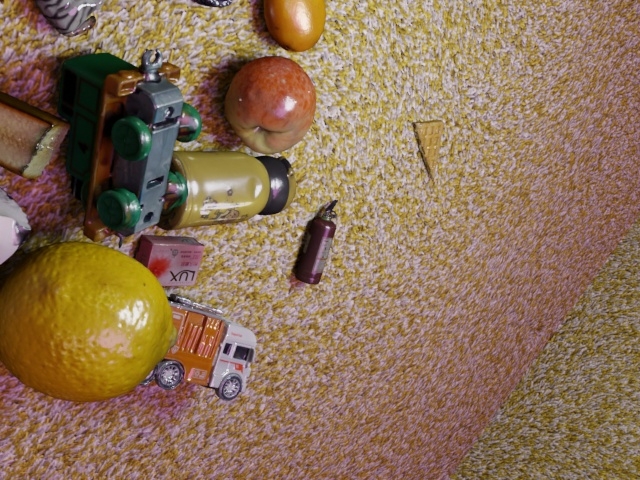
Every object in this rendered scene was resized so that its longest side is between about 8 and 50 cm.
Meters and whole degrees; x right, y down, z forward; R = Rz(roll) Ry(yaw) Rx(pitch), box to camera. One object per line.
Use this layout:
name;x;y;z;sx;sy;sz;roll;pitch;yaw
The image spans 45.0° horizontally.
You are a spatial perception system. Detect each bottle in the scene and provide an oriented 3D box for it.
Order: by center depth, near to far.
bottle;-0.207;-0.117;1.744;0.351;0.171;0.172;-5;115;-42

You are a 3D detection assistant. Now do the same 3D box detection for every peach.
peach;-0.109;-0.316;1.729;0.232;0.232;0.233;-22;126;-34

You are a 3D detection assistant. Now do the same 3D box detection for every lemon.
lemon;-0.461;0.157;1.500;0.336;0.336;0.336;-22;126;-34

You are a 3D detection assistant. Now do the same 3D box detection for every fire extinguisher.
fire extinguisher;0.000;0.000;2.090;0.099;0.071;0.231;-17;127;-70

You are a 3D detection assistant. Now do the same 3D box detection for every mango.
mango;-0.060;-0.528;1.709;0.144;0.112;0.219;-22;114;-34

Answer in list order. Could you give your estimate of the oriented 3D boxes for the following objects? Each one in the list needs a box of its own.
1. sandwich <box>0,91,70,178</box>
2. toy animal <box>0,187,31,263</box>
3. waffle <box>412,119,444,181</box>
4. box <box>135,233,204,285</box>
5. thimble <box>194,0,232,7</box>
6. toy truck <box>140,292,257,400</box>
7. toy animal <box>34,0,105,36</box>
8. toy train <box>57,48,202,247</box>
sandwich;-0.586;-0.210;1.373;0.235;0.128;0.122;27;92;-5
toy animal;-0.679;0.035;1.350;0.310;0.251;0.251;-51;138;6
waffle;0.301;-0.255;2.253;0.125;0.032;0.191;-13;119;-41
box;-0.351;0.048;1.782;0.156;0.060;0.111;1;113;-43
thimble;-0.225;-0.526;1.577;0.095;0.066;0.104;-38;134;-26
toy truck;-0.329;0.239;1.826;0.387;0.173;0.207;23;86;-45
toy animal;-0.479;-0.476;1.356;0.255;0.090;0.170;28;96;-45
toy train;-0.390;-0.185;1.487;0.178;0.249;0.429;-33;148;-53
